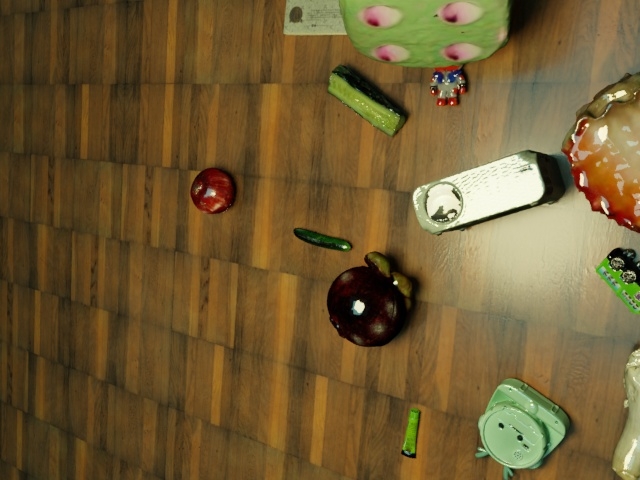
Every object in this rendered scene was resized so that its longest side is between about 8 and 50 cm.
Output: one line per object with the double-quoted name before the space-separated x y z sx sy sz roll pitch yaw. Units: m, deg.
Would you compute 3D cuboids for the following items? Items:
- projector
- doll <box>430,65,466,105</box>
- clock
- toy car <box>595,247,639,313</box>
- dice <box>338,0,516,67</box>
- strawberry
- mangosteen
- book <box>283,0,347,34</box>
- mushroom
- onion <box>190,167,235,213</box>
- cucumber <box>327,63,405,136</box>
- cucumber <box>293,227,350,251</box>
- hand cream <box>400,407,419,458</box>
"projector" 0.339 -0.091 1.183 0.251 0.198 0.108 -17 85 32
"doll" 0.277 -0.391 1.280 0.104 0.062 0.194 10 108 47
"clock" 0.414 0.415 1.258 0.159 0.066 0.210 33 111 26
"toy car" 0.598 0.090 1.115 0.165 0.071 0.062 54 133 17
"dice" 0.212 -0.532 1.107 0.331 0.322 0.318 4 81 16
"strawberry" 0.603 -0.134 1.057 0.265 0.149 0.336 -39 84 21
"mangosteen" 0.113 0.145 1.356 0.210 0.210 0.209 3 96 32
"book" 0.015 -0.664 1.442 0.217 0.021 0.310 12 100 31
"mushroom" 0.611 0.329 1.112 0.099 0.096 0.277 13 105 32
"onion" -0.296 -0.134 1.622 0.131 0.131 0.131 3 96 32
"cucumber" 0.115 -0.332 1.390 0.211 0.062 0.078 38 146 18
"cucumber" 0.000 0.000 1.501 0.184 0.033 0.036 15 120 32
"hand cream" 0.217 0.461 1.409 0.036 0.023 0.121 10 101 19
